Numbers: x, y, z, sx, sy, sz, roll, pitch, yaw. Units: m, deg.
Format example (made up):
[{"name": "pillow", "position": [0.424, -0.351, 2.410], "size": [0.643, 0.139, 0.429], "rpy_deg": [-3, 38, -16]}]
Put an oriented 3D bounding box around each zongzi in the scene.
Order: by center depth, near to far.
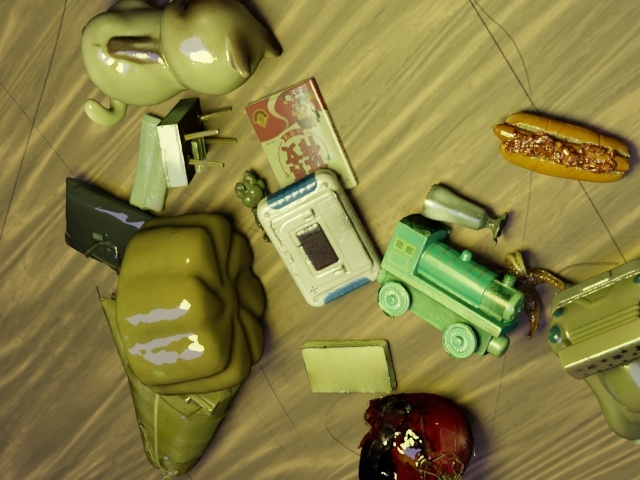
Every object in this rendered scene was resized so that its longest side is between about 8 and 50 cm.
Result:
[{"name": "zongzi", "position": [-0.407, 0.390, 1.964], "size": [0.418, 0.181, 0.447], "rpy_deg": [33, 121, 11]}]

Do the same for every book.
[{"name": "book", "position": [-0.039, -0.192, 1.652], "size": [0.162, 0.022, 0.232], "rpy_deg": [-17, 104, 27]}]

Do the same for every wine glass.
[{"name": "wine glass", "position": [0.274, -0.050, 1.557], "size": [0.155, 0.072, 0.072], "rpy_deg": [23, 118, 13]}]

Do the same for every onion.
[{"name": "onion", "position": [0.188, 0.449, 1.697], "size": [0.280, 0.281, 0.221], "rpy_deg": [-6, 143, 24]}]

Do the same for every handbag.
[{"name": "handbag", "position": [-0.471, -0.013, 1.860], "size": [0.254, 0.089, 0.211], "rpy_deg": [25, 131, 8]}]

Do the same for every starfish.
[{"name": "starfish", "position": [0.375, 0.114, 1.584], "size": [0.146, 0.074, 0.190], "rpy_deg": [41, 122, 1]}]

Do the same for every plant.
[{"name": "plant", "position": [-0.118, -0.066, 1.710], "size": [0.085, 0.087, 0.174], "rpy_deg": [-39, 100, -10]}]

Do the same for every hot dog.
[{"name": "hot dog", "position": [0.420, -0.159, 1.448], "size": [0.249, 0.076, 0.102], "rpy_deg": [19, 121, 13]}]

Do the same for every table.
[{"name": "table", "position": [-0.236, -0.201, 1.615], "size": [0.111, 0.240, 0.122], "rpy_deg": [-5, 112, 3]}]

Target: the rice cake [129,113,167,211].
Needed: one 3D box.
[{"name": "rice cake", "position": [-0.362, -0.162, 1.785], "size": [0.080, 0.042, 0.222], "rpy_deg": [21, 118, 9]}]

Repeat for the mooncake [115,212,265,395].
[{"name": "mooncake", "position": [-0.253, 0.128, 1.683], "size": [0.200, 0.378, 0.379], "rpy_deg": [-7, 109, 13]}]

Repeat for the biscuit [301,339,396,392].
[{"name": "biscuit", "position": [0.061, 0.276, 1.801], "size": [0.199, 0.040, 0.121], "rpy_deg": [-4, 113, 24]}]

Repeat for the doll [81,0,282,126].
[{"name": "doll", "position": [-0.288, -0.370, 1.569], "size": [0.370, 0.215, 0.226], "rpy_deg": [-11, 106, 22]}]

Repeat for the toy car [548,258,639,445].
[{"name": "toy car", "position": [0.575, 0.224, 1.443], "size": [0.242, 0.226, 0.336], "rpy_deg": [-29, 112, 29]}]

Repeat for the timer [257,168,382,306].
[{"name": "timer", "position": [0.000, 0.000, 1.646], "size": [0.178, 0.078, 0.253], "rpy_deg": [-28, 109, 7]}]

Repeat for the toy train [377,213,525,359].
[{"name": "toy train", "position": [0.245, 0.092, 1.558], "size": [0.298, 0.120, 0.194], "rpy_deg": [32, 114, 28]}]
